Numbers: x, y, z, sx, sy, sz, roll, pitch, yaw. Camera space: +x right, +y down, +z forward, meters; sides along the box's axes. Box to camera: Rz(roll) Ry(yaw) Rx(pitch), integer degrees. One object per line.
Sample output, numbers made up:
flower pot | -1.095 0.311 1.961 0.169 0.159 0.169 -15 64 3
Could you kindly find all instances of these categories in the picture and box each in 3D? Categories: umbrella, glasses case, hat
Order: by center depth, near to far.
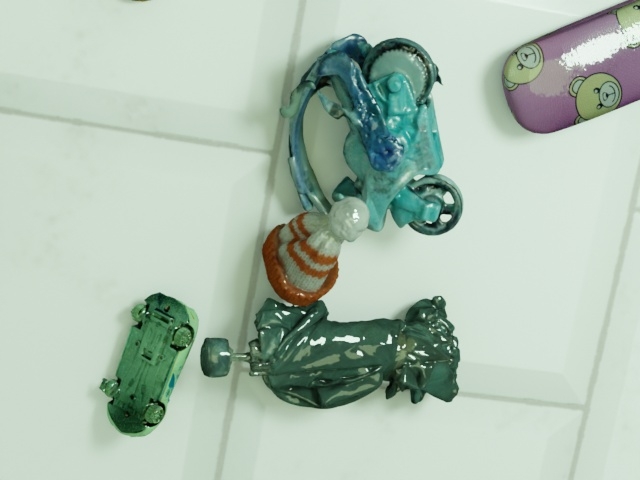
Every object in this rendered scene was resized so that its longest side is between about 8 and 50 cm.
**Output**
hat | 0.000 0.000 1.663 0.093 0.162 0.112 -2 60 -29
umbrella | 0.014 0.144 1.741 0.349 0.094 0.143 -1 84 -18
glasses case | 0.384 -0.237 1.753 0.316 0.076 0.123 -22 105 -8

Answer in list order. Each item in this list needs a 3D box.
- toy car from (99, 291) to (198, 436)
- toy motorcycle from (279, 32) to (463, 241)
toy car | -0.212 0.157 1.708 0.093 0.058 0.186 25 99 28
toy motorcycle | 0.061 -0.120 1.678 0.206 0.154 0.260 -8 109 13
